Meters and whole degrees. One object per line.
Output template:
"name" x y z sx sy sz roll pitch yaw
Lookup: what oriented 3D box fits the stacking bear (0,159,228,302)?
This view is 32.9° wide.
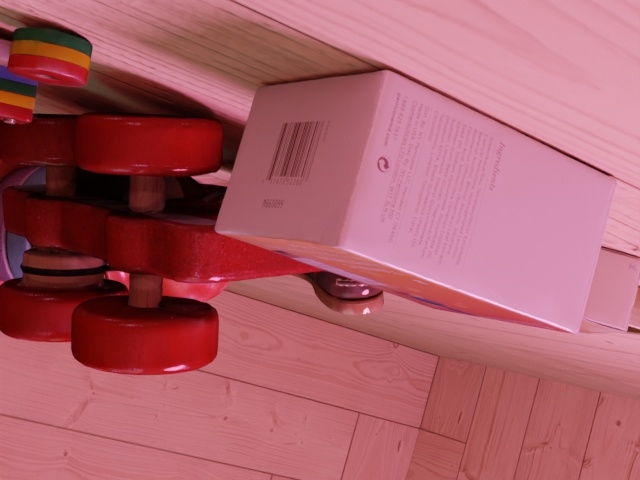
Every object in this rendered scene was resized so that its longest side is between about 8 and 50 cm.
"stacking bear" -0.218 -0.007 1.123 0.289 0.164 0.175 8 171 22

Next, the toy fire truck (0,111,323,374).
"toy fire truck" -0.099 -0.011 0.832 0.254 0.169 0.302 -3 -172 -39

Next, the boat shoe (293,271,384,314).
"boat shoe" 0.000 0.000 0.974 0.073 0.073 0.207 -15 -159 -24

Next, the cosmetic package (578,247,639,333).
"cosmetic package" 0.213 0.042 0.866 0.041 0.060 0.115 16 172 -2

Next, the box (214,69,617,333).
"box" 0.053 -0.018 0.601 0.170 0.091 0.130 20 172 -31

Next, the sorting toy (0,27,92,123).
"sorting toy" -0.255 -0.105 0.704 0.132 0.046 0.274 11 176 -32

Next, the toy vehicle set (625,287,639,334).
"toy vehicle set" 0.168 0.033 1.003 0.267 0.035 0.166 18 173 -15
